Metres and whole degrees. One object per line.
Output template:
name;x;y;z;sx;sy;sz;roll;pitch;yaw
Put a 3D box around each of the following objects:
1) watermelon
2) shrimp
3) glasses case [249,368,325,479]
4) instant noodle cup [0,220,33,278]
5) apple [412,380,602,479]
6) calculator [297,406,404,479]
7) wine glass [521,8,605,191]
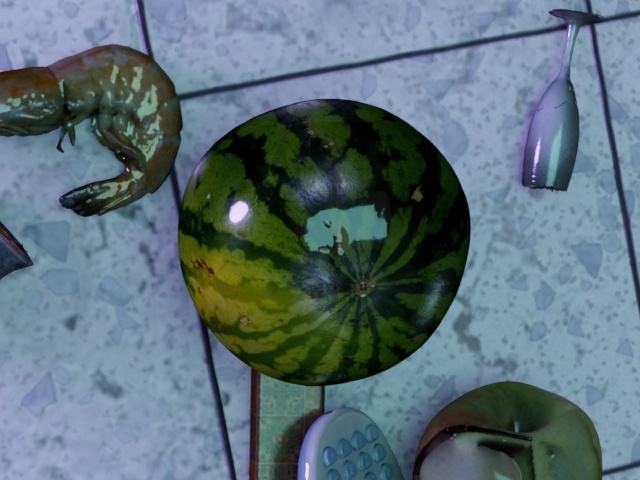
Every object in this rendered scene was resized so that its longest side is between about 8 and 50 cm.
watermelon;0.000;0.000;1.629;0.285;0.285;0.285;0;91;-17
shrimp;-0.278;-0.097;1.665;0.296;0.058;0.169;-14;97;-19
glasses case;-0.037;0.237;1.740;0.075;0.049;0.218;1;90;-14
instant noodle cup;-0.370;0.020;1.610;0.136;0.127;0.127;-42;102;-3
apple;0.195;0.256;1.749;0.207;0.174;0.188;-12;114;-18
calculator;0.048;0.322;1.720;0.188;0.042;0.302;-17;96;-59
wine glass;0.264;-0.151;1.818;0.066;0.066;0.198;11;87;-16
